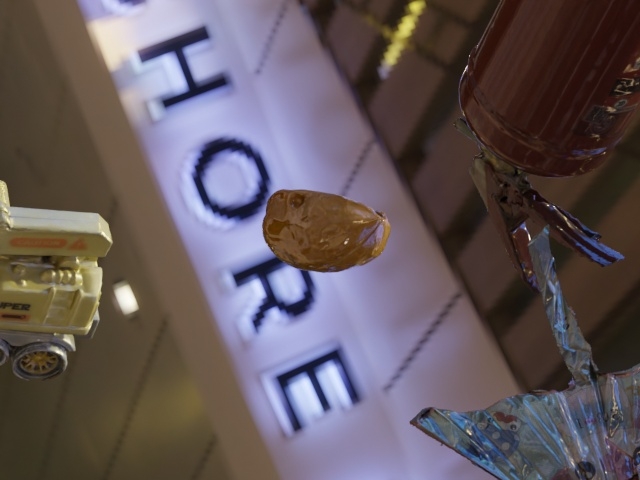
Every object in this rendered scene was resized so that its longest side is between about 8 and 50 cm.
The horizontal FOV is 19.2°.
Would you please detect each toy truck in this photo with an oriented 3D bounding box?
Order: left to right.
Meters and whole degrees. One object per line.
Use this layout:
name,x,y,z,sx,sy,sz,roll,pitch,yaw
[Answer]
toy truck,-0.309,0.018,1.572,0.157,0.272,0.124,121,-33,-41

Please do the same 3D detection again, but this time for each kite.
kite,0.102,0.056,0.712,0.011,0.139,0.157,83,-6,-53

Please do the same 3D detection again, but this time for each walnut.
walnut,0.000,0.000,1.562,0.121,0.052,0.091,0,-29,42

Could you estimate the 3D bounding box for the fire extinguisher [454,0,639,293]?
fire extinguisher,0.165,-0.107,1.087,0.147,0.106,0.337,52,-39,26
